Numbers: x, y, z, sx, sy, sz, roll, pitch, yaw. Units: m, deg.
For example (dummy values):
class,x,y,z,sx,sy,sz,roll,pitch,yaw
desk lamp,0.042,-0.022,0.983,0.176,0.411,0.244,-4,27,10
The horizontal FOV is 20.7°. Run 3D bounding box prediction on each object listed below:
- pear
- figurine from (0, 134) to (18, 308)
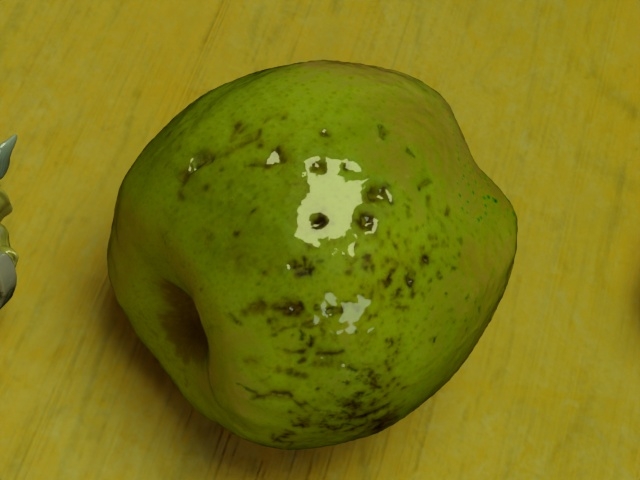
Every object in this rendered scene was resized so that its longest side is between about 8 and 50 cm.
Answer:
class,x,y,z,sx,sy,sz,roll,pitch,yaw
pear,0.000,0.000,1.670,0.391,0.391,0.391,12,54,-16
figurine,-0.354,-0.015,1.677,0.184,0.128,0.208,38,47,2
